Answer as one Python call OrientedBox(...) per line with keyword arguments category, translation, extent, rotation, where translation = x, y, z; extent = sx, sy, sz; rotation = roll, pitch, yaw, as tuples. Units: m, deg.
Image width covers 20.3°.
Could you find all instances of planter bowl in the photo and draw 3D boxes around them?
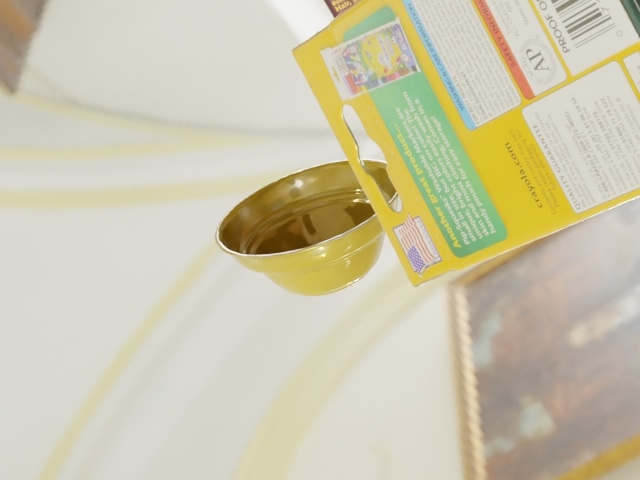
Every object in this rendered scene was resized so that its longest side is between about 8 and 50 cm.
OrientedBox(category="planter bowl", translation=(0.000, 0.000, 1.968), extent=(0.217, 0.217, 0.090), rotation=(-81, -26, -64))

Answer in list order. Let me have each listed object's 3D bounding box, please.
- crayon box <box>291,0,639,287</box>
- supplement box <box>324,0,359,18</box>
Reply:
OrientedBox(category="crayon box", translation=(0.130, -0.107, 1.195), extent=(0.083, 0.323, 0.203), rotation=(-28, -89, -34))
OrientedBox(category="supplement box", translation=(0.098, -0.195, 1.777), extent=(0.188, 0.104, 0.081), rotation=(60, -156, -10))
